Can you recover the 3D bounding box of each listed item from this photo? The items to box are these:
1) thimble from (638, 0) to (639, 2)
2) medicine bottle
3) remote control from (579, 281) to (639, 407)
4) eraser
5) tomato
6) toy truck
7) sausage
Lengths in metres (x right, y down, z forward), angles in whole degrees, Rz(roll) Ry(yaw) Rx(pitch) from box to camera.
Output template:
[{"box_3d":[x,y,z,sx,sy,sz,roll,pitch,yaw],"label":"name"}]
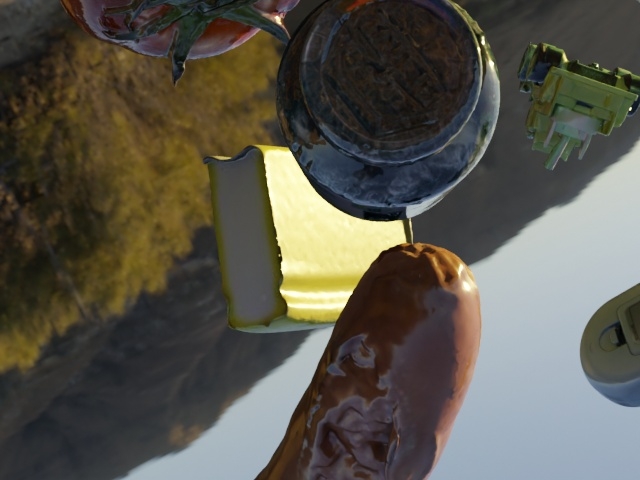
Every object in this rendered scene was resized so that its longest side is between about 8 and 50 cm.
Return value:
[{"box_3d":[0.212,-0.193,0.562,0.190,0.143,0.137,3,-113,60],"label":"thimble"},{"box_3d":[0.043,-0.088,0.730,0.141,0.141,0.293,-26,177,2],"label":"medicine bottle"},{"box_3d":[0.285,0.036,0.753,0.244,0.047,0.087,-36,-146,27],"label":"remote control"},{"box_3d":[0.000,0.000,0.988,0.069,0.158,0.226,-16,171,36],"label":"eraser"},{"box_3d":[-0.125,-0.281,0.974,0.255,0.225,0.256,-14,158,-6],"label":"tomato"},{"box_3d":[0.294,-0.163,1.324,0.259,0.128,0.135,-69,178,-75],"label":"toy truck"},{"box_3d":[-0.010,0.120,0.486,0.078,0.078,0.304,-28,157,-49],"label":"sausage"}]
